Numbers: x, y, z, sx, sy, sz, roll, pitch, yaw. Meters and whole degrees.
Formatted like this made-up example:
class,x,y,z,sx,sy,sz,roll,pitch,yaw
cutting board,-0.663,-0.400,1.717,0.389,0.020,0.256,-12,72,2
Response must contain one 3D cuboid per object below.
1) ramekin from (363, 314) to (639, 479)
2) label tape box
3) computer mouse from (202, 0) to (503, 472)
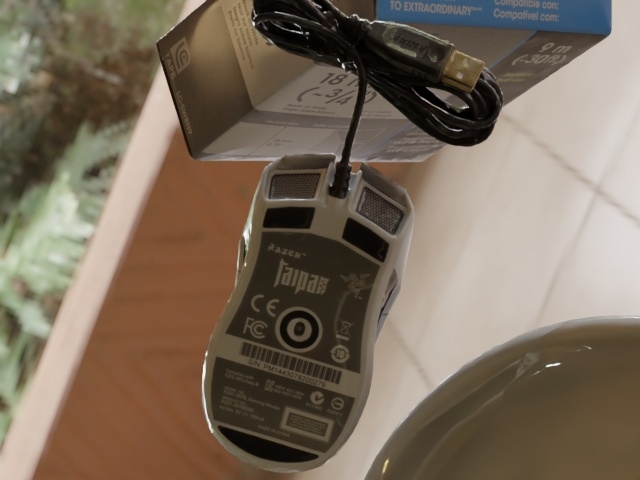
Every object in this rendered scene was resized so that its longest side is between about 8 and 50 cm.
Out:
class,x,y,z,sx,sy,sz,roll,pitch,yaw
ramekin,0.146,0.167,0.761,0.127,0.273,0.273,6,-69,-59
label tape box,0.076,-0.170,1.328,0.334,0.241,0.106,-34,66,45
computer mouse,0.000,0.000,0.750,0.042,0.106,0.193,-66,-7,-75
